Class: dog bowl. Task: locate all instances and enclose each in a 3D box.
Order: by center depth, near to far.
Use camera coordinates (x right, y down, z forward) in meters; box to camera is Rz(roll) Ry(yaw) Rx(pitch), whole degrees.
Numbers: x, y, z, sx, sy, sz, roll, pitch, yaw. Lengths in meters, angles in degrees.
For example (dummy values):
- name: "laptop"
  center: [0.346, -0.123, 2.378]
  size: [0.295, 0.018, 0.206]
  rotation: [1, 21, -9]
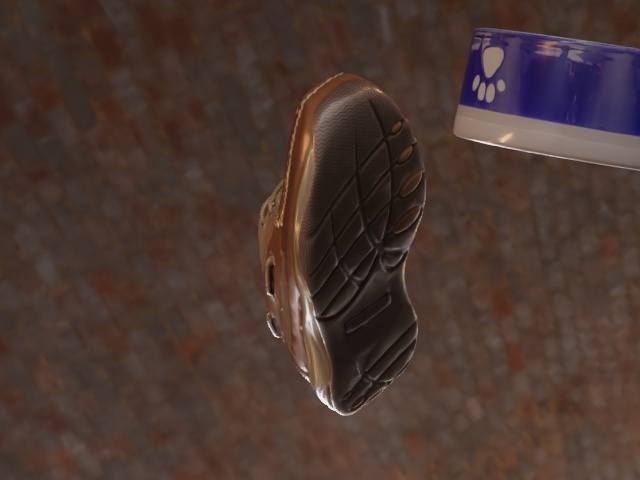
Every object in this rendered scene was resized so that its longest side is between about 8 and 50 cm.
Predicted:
- name: "dog bowl"
  center: [0.262, -0.128, 1.542]
  size: [0.265, 0.265, 0.104]
  rotation: [3, -81, -43]

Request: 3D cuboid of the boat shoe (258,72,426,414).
- name: "boat shoe"
  center: [0.000, 0.000, 1.256]
  size: [0.123, 0.116, 0.324]
  rotation: [-31, -37, -28]
